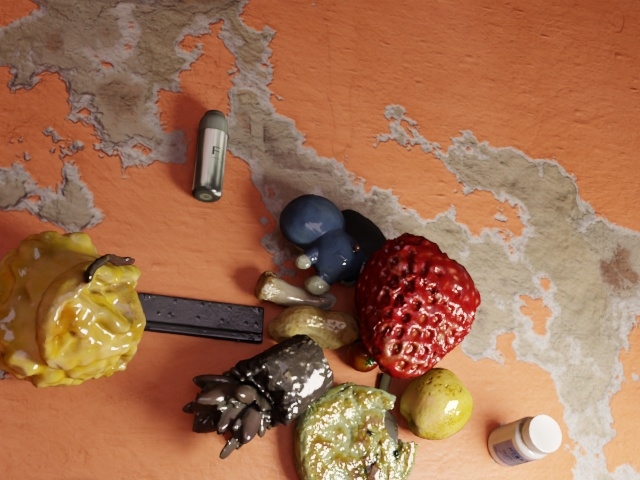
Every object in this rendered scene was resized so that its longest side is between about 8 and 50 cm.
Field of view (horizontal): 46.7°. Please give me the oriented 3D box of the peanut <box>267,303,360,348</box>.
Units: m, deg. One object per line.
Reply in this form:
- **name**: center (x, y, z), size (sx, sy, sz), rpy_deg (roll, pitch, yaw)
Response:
- **peanut**: center (-0.014, 0.211, 1.814), size (0.229, 0.098, 0.103), rpy_deg (10, 76, -13)

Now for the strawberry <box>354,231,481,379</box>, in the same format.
- **strawberry**: center (0.224, 0.173, 1.780), size (0.345, 0.295, 0.317), rpy_deg (-62, 137, -55)

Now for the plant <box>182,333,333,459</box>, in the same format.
- **plant**: center (-0.139, 0.336, 1.661), size (0.320, 0.181, 0.194), rpy_deg (-27, 86, -28)

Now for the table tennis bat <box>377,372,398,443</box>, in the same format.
- **table tennis bat**: center (0.136, 0.436, 1.810), size (0.131, 0.022, 0.234), rpy_deg (22, 62, -7)

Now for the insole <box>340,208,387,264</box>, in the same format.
- **insole**: center (0.171, 0.050, 2.012), size (0.348, 0.009, 0.119), rpy_deg (45, 61, 5)

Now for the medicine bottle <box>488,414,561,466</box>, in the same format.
- **medicine bottle**: center (0.498, 0.490, 1.816), size (0.102, 0.187, 0.103), rpy_deg (8, 64, -17)

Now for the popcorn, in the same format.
- **popcorn**: center (-0.518, 0.127, 1.538), size (0.349, 0.381, 0.349), rpy_deg (20, 53, -29)

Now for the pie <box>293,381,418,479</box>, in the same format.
- **pie**: center (0.076, 0.475, 1.730), size (0.302, 0.067, 0.302), rpy_deg (6, 67, -14)

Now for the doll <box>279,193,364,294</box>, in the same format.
- **doll**: center (0.000, 0.000, 1.894), size (0.228, 0.154, 0.258), rpy_deg (-10, 53, -47)

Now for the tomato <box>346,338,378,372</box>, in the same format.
- **tomato**: center (0.105, 0.282, 1.839), size (0.087, 0.087, 0.075), rpy_deg (-10, 34, -24)

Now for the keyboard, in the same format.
- **keyboard**: center (-0.286, 0.189, 1.775), size (0.309, 0.018, 0.101), rpy_deg (8, 62, -16)

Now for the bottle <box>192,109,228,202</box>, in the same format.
- **bottle**: center (-0.282, -0.220, 1.941), size (0.096, 0.079, 0.254), rpy_deg (33, 50, -48)

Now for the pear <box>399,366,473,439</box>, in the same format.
- **pear**: center (0.279, 0.401, 1.805), size (0.178, 0.178, 0.178), rpy_deg (8, 63, -16)

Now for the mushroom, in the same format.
- **mushroom**: center (-0.063, 0.135, 1.857), size (0.209, 0.071, 0.084), rpy_deg (17, 19, -17)
